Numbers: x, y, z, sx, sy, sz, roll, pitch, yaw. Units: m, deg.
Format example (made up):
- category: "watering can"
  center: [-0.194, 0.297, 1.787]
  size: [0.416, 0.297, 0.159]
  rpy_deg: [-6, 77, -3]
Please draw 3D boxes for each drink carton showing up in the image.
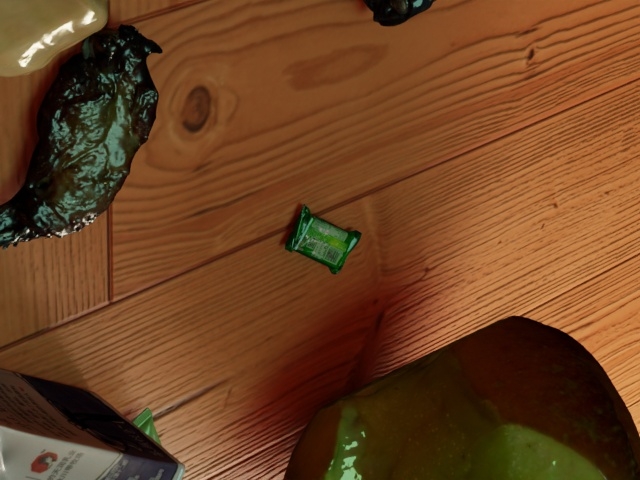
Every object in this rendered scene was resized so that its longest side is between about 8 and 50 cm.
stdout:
- category: "drink carton"
  center: [-0.231, 0.168, 1.290]
  size: [0.222, 0.134, 0.102]
  rpy_deg: [25, 98, -52]

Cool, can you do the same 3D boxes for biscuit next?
- category: "biscuit"
  center: [0.000, 0.000, 1.517]
  size: [0.089, 0.016, 0.046]
  rpy_deg: [25, 95, -53]

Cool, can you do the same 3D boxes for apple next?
- category: "apple"
  center: [0.131, 0.256, 1.580]
  size: [0.374, 0.374, 0.384]
  rpy_deg: [-39, 150, -21]

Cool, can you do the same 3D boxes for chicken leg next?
- category: "chicken leg"
  center: [-0.201, -0.048, 1.235]
  size: [0.253, 0.051, 0.106]
  rpy_deg: [-52, 137, -5]

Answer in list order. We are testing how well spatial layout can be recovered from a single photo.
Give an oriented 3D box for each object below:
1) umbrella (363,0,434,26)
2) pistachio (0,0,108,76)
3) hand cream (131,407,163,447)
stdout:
- category: "umbrella"
  center: [0.127, -0.263, 1.430]
  size: [0.224, 0.080, 0.071]
  rpy_deg: [-35, 103, -31]
- category: "pistachio"
  center: [-0.225, -0.198, 1.017]
  size: [0.157, 0.157, 0.229]
  rpy_deg: [-53, 131, -5]
- category: "hand cream"
  center: [-0.158, 0.232, 1.489]
  size: [0.095, 0.046, 0.175]
  rpy_deg: [-39, 138, -17]
